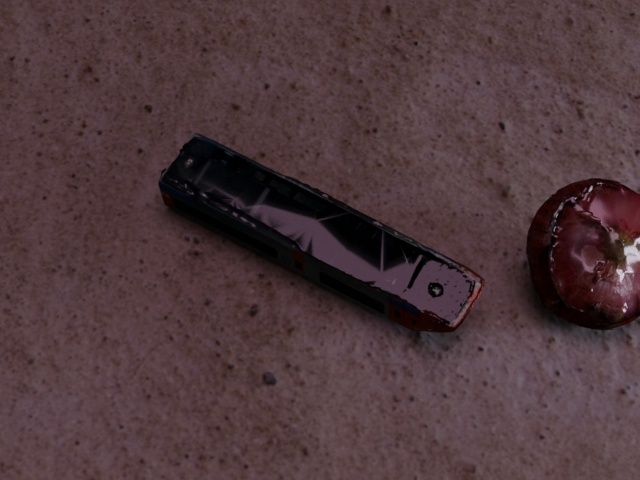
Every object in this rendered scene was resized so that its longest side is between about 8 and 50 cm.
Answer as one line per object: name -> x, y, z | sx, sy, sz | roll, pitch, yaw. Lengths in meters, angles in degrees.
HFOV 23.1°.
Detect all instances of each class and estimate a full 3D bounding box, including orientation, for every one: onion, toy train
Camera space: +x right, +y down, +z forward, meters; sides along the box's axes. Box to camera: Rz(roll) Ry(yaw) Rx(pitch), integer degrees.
onion -> 0.329, 0.015, 1.882 | 0.184, 0.147, 0.184 | 0, 94, -6
toy train -> 0.000, 0.000, 1.881 | 0.409, 0.089, 0.086 | 27, 65, 14
